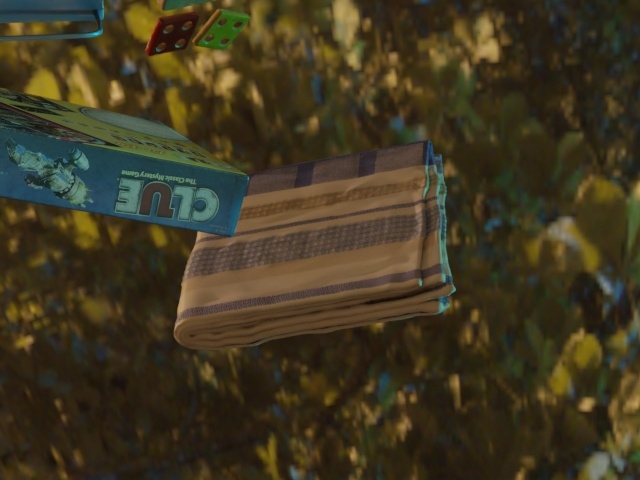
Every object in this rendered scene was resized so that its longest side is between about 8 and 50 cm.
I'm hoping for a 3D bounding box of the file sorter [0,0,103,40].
[{"bbox_3d":[-0.233,-0.251,1.374,0.118,0.170,0.104,-3,-161,-10],"label":"file sorter"}]

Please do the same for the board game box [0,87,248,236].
[{"bbox_3d":[-0.187,-0.061,1.057,0.243,0.042,0.165,10,-169,-28],"label":"board game box"}]

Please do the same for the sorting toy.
[{"bbox_3d":[-0.093,-0.285,1.630,0.132,0.274,0.046,-18,-120,-34],"label":"sorting toy"}]

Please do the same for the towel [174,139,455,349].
[{"bbox_3d":[0.000,0.000,1.342,0.209,0.034,0.285,-10,-156,7],"label":"towel"}]
